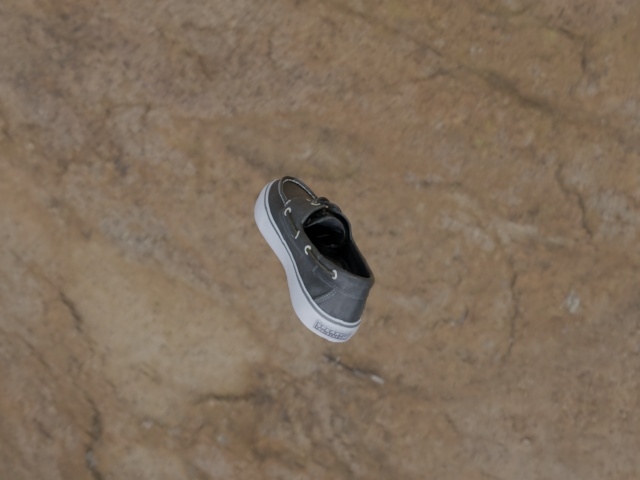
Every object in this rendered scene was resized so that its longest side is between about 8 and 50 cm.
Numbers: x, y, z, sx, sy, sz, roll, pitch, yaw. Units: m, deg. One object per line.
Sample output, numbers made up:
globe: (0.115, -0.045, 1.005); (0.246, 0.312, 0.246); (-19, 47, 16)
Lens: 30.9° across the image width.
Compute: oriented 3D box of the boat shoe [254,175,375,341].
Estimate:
boat shoe: (0.000, 0.000, 0.649); (0.049, 0.142, 0.040); (17, 117, -27)
